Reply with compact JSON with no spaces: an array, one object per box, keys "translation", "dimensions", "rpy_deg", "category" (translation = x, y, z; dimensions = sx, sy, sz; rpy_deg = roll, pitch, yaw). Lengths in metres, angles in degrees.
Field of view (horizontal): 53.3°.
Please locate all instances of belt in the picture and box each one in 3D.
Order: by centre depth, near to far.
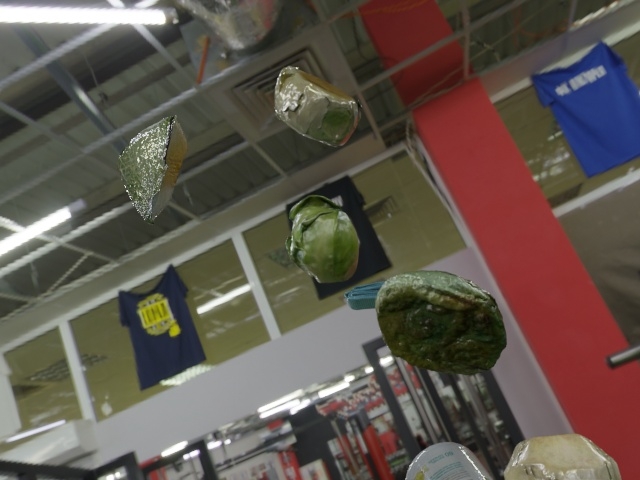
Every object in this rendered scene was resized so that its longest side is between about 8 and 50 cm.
[{"translation":[0.149,0.149,1.610],"dimensions":[0.179,0.100,0.065],"rpy_deg":[-11,-51,18],"category":"belt"}]

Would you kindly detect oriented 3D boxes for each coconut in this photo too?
[{"translation":[0.699,0.731,1.821],"dimensions":[0.353,0.352,0.352],"rpy_deg":[-21,-18,-7],"category":"coconut"}]

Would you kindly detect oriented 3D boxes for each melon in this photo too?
[{"translation":[-0.317,-0.129,1.179],"dimensions":[0.140,0.202,0.093],"rpy_deg":[8,-12,21],"category":"melon"}]

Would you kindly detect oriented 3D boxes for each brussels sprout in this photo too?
[{"translation":[0.002,-0.001,2.056],"dimensions":[0.227,0.294,0.259],"rpy_deg":[-17,6,-4],"category":"brussels sprout"}]

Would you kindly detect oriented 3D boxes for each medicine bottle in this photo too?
[{"translation":[0.232,0.431,1.000],"dimensions":[0.135,0.135,0.215],"rpy_deg":[-21,23,-9],"category":"medicine bottle"}]

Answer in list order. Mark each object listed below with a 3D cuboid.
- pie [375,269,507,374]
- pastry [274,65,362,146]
[{"translation":[0.234,0.174,1.268],"dimensions":[0.277,0.277,0.078],"rpy_deg":[-41,6,43],"category":"pie"},{"translation":[-0.008,-0.227,1.086],"dimensions":[0.166,0.166,0.088],"rpy_deg":[3,-58,-55],"category":"pastry"}]
